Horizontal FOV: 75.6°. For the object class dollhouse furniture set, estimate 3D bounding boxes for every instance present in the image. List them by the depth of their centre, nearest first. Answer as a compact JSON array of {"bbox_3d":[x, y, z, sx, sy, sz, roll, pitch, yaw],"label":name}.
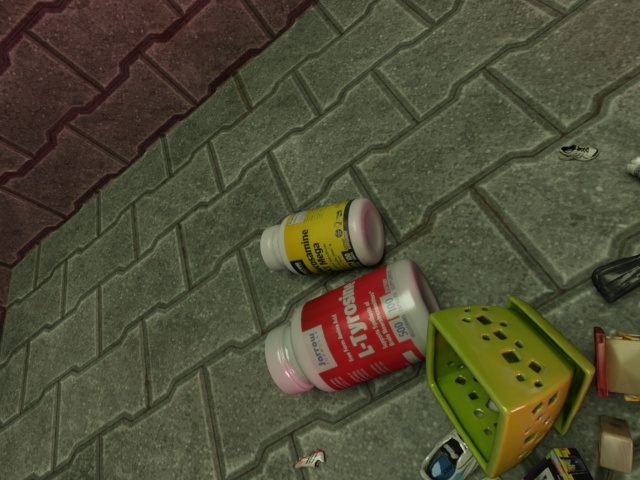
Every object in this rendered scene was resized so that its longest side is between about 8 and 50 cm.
[{"bbox_3d":[0.572,0.339,0.685,0.201,0.152,0.375,0,83,33],"label":"dollhouse furniture set"}]

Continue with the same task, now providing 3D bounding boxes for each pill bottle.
[{"bbox_3d":[0.078,0.222,0.993,0.407,0.229,0.229,-27,54,19],"label":"pill bottle"},{"bbox_3d":[0.000,0.000,1.190,0.333,0.188,0.188,-11,60,29],"label":"pill bottle"}]

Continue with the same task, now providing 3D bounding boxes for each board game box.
[{"bbox_3d":[0.413,0.459,0.679,0.048,0.141,0.170,2,40,-8],"label":"board game box"}]

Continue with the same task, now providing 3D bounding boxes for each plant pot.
[{"bbox_3d":[0.343,0.251,0.765,0.206,0.227,0.228,-16,37,-10],"label":"plant pot"}]

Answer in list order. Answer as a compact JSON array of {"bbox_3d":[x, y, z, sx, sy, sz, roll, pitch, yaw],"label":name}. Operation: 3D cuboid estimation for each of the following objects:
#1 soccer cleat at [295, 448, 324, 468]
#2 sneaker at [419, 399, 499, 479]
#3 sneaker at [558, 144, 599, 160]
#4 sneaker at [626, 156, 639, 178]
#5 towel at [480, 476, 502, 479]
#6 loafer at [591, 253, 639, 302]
[{"bbox_3d":[-0.026,0.548,1.018,0.083,0.029,0.036,-33,48,9],"label":"soccer cleat"},{"bbox_3d":[0.296,0.415,0.839,0.237,0.086,0.085,-48,48,1],"label":"sneaker"},{"bbox_3d":[0.620,-0.213,0.992,0.083,0.037,0.032,1,65,32],"label":"sneaker"},{"bbox_3d":[0.753,-0.174,0.868,0.170,0.063,0.075,-32,52,22],"label":"sneaker"},{"bbox_3d":[0.338,0.538,0.782,0.110,0.027,0.148,-41,50,9],"label":"towel"},{"bbox_3d":[0.658,0.055,0.803,0.223,0.076,0.078,-29,58,24],"label":"loafer"}]
